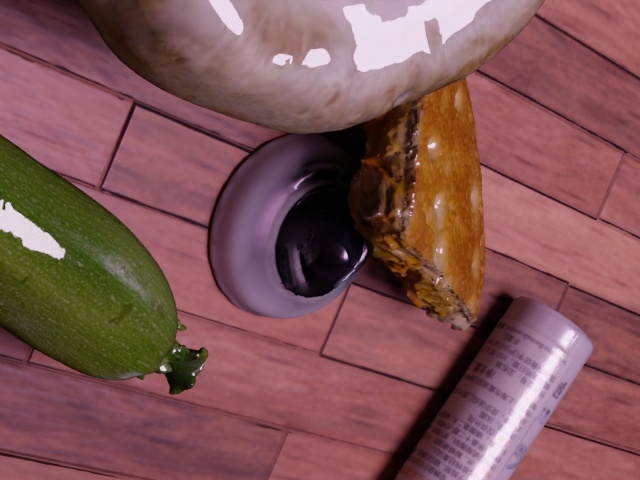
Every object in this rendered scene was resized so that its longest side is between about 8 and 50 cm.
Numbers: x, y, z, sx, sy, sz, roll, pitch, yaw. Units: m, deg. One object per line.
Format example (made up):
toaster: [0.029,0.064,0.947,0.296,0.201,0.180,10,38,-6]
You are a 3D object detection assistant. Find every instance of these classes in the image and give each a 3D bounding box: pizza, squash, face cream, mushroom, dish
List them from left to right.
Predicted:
squash: [-0.188,-0.003,0.943,0.101,0.101,0.378,-54,133,-9]
mushroom: [0.000,-0.227,0.893,0.352,0.260,0.352,-10,112,-26]
dish: [0.000,0.000,1.118,0.141,0.078,0.141,-17,118,-36]
pizza: [0.067,-0.043,1.131,0.197,0.058,0.292,-57,142,-52]
face cream: [0.122,0.175,1.293,0.269,0.082,0.082,-55,133,-8]
